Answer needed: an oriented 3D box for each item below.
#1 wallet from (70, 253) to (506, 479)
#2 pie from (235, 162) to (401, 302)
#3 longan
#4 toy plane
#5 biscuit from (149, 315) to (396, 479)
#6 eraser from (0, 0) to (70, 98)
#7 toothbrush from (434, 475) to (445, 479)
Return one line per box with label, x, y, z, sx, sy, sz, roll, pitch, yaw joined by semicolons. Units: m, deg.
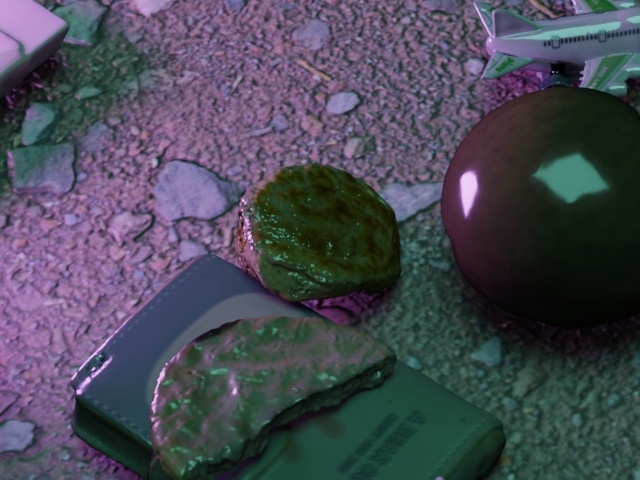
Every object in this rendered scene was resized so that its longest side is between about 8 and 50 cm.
wallet;-0.039;0.169;1.751;0.360;0.083;0.252;29;53;25
pie;0.000;0.000;1.869;0.163;0.079;0.193;40;39;26
longan;0.240;-0.033;1.804;0.248;0.248;0.248;-2;51;3
toy plane;0.291;-0.207;2.019;0.255;0.101;0.251;0;50;-1
biscuit;-0.062;0.126;1.715;0.250;0.032;0.133;-29;53;-31
eraser;-0.472;-0.143;2.033;0.213;0.082;0.397;32;60;26
toothbrush;0.110;0.242;1.542;0.022;0.017;0.204;-23;21;2
